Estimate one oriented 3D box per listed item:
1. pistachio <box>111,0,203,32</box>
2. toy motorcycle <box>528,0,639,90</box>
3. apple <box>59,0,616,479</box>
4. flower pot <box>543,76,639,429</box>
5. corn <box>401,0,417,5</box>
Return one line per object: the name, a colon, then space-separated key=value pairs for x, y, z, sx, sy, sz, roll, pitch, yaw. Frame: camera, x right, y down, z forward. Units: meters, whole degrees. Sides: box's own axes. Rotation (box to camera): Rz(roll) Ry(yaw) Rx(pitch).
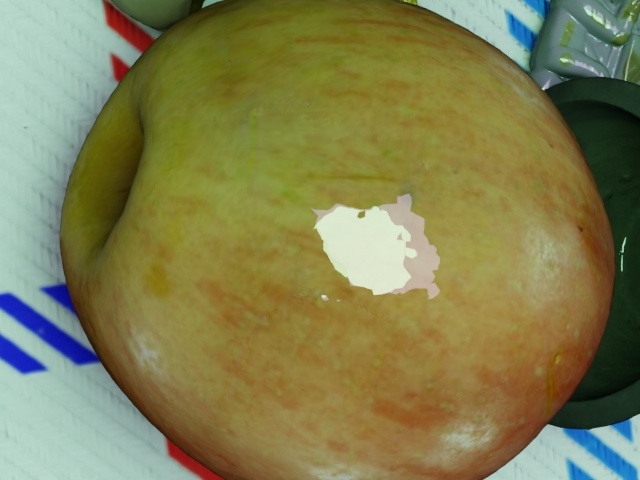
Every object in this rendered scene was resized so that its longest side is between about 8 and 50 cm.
pistachio: x=-0.138 y=-0.224 z=1.294 sx=0.113 sy=0.113 sz=0.149 roll=-32 pitch=104 yaw=-16
toy motorcycle: x=0.231 y=-0.157 z=1.431 sx=0.152 sy=0.073 sz=0.225 roll=-13 pitch=94 yaw=-16
apple: x=0.000 y=0.000 z=1.194 sx=0.364 sy=0.364 sz=0.363 roll=0 pitch=89 yaw=-19
flower pot: x=0.246 y=0.016 z=1.367 sx=0.166 sy=0.269 sz=0.269 roll=8 pitch=87 yaw=-41
corn: x=0.044 y=-0.182 z=1.370 sx=0.067 sy=0.067 sz=0.206 roll=-18 pitch=95 yaw=-18
